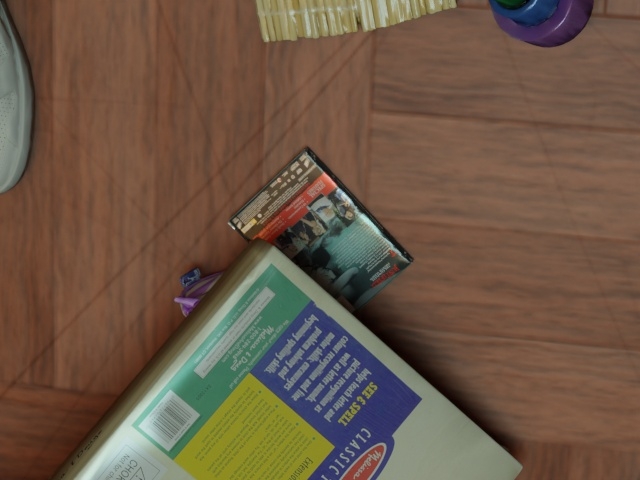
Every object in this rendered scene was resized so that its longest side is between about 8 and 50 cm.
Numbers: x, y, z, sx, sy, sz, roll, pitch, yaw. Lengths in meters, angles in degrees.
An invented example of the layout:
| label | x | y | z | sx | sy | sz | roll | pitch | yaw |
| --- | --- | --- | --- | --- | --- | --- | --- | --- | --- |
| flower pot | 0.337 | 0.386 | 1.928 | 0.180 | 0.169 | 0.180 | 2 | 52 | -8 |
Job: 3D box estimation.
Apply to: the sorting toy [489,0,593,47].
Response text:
| label | x | y | z | sx | sy | sz | roll | pitch | yaw |
| --- | --- | --- | --- | --- | --- | --- | --- | --- | --- |
| sorting toy | 0.222 | -0.280 | 1.171 | 0.365 | 0.126 | 0.127 | -49 | 64 | 20 |

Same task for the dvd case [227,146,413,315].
| label | x | y | z | sx | sy | sz | roll | pitch | yaw |
| --- | --- | --- | --- | --- | --- | --- | --- | --- | --- |
| dvd case | 0.000 | 0.000 | 1.378 | 0.087 | 0.013 | 0.119 | -43 | 92 | 19 |

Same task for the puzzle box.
| label | x | y | z | sx | sy | sz | roll | pitch | yaw |
| --- | --- | --- | --- | --- | --- | --- | --- | --- | --- |
| puzzle box | -0.074 | 0.236 | 1.323 | 0.272 | 0.052 | 0.409 | 42 | 85 | -18 |

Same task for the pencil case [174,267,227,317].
| label | x | y | z | sx | sy | sz | roll | pitch | yaw |
| --- | --- | --- | --- | --- | --- | --- | --- | --- | --- |
| pencil case | -0.046 | 0.119 | 1.380 | 0.086 | 0.088 | 0.206 | -6 | 107 | 40 |

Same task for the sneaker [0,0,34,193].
| label | x | y | z | sx | sy | sz | roll | pitch | yaw |
| --- | --- | --- | --- | --- | --- | --- | --- | --- | --- |
| sneaker | -0.291 | -0.156 | 1.314 | 0.108 | 0.169 | 0.293 | -4 | 106 | 11 |

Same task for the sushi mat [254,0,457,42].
| label | x | y | z | sx | sy | sz | roll | pitch | yaw |
| --- | --- | --- | --- | --- | --- | --- | --- | --- | --- |
| sushi mat | 0.000 | -0.304 | 1.287 | 0.151 | 0.019 | 0.317 | -7 | 104 | 15 |
